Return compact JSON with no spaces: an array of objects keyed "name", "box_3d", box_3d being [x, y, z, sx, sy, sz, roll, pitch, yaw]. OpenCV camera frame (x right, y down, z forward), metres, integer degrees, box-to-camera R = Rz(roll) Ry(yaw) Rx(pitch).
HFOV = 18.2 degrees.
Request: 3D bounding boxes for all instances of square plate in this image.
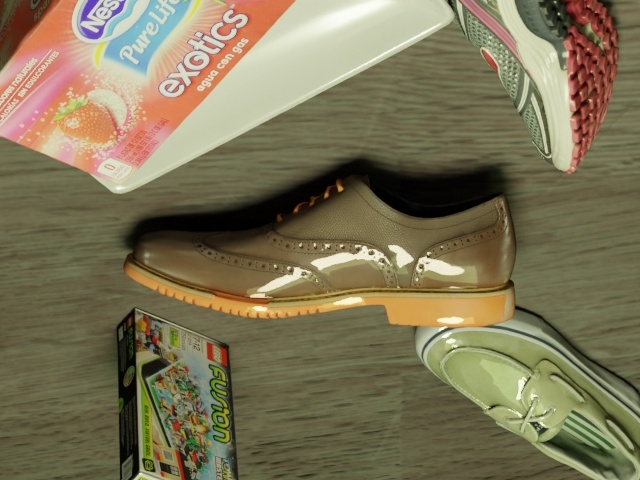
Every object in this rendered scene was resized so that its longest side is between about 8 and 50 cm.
[{"name":"square plate","box_3d":[-0.124,-0.209,1.571,0.344,0.049,0.347,-26,136,20]}]

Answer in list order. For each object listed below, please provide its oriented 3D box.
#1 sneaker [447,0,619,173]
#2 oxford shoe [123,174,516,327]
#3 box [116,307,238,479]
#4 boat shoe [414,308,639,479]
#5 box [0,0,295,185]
[{"name":"sneaker","box_3d":[0.175,-0.179,1.684,0.112,0.121,0.299,7,143,29]},{"name":"oxford shoe","box_3d":[0.000,0.000,1.848,0.364,0.130,0.132,2,102,1]},{"name":"box","box_3d":[-0.137,0.168,1.910,0.114,0.207,0.036,23,128,-28]},{"name":"boat shoe","box_3d":[0.224,0.156,2.017,0.302,0.094,0.109,26,126,-29]},{"name":"box","box_3d":[-0.123,-0.201,1.430,0.142,0.154,0.300,23,132,-30]}]
